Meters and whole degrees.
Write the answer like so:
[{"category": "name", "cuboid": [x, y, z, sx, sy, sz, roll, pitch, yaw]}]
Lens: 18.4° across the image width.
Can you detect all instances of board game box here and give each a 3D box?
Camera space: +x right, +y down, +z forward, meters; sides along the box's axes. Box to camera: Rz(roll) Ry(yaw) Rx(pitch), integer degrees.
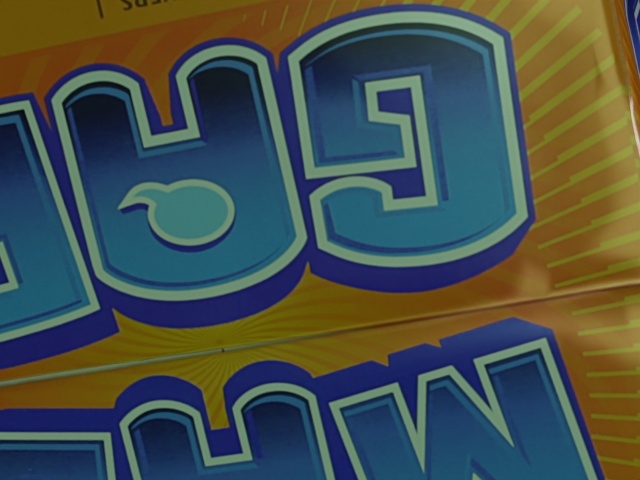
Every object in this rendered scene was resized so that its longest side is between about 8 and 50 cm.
[{"category": "board game box", "cuboid": [0.000, 0.000, 0.949, 0.357, 0.356, 0.356, -10, 102, 15]}]
